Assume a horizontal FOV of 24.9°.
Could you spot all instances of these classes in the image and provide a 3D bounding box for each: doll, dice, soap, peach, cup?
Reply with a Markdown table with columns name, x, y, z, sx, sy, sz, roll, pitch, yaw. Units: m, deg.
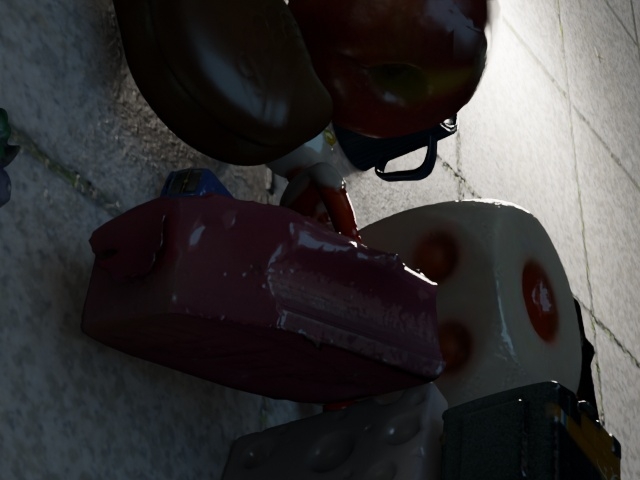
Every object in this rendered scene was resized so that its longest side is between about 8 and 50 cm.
| name | x | y | z | sx | sy | sz | roll | pitch | yaw |
| --- | --- | --- | --- | --- | --- | --- | --- | --- | --- |
| doll | 0.000 | 0.000 | 1.636 | 0.099 | 0.188 | 0.383 | -7 | 68 | -23 |
| dice | 0.152 | 0.106 | 1.735 | 0.243 | 0.251 | 0.259 | 23 | 53 | -53 |
| soap | -0.058 | 0.057 | 1.349 | 0.325 | 0.220 | 0.127 | 25 | 61 | -38 |
| peach | 0.083 | -0.288 | 1.766 | 0.281 | 0.281 | 0.338 | 47 | 25 | -38 |
| cup | 0.108 | -0.153 | 1.936 | 0.113 | 0.138 | 0.150 | -30 | 99 | -62 |

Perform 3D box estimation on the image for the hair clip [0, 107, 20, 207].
| name | x | y | z | sx | sy | sz | roll | pitch | yaw |
| --- | --- | --- | --- | --- | --- | --- | --- | --- | --- |
| hair clip | -0.310 | -0.077 | 1.237 | 0.195 | 0.052 | 0.124 | -79 | 150 | -57 |

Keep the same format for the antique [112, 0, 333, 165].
| name | x | y | z | sx | sy | sz | roll | pitch | yaw |
| --- | --- | --- | --- | --- | --- | --- | --- | --- | --- |
| antique | -0.110 | -0.201 | 1.547 | 0.278 | 0.129 | 0.223 | 47 | 41 | -17 |

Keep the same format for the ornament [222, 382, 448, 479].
| name | x | y | z | sx | sy | sz | roll | pitch | yaw |
| --- | --- | --- | --- | --- | --- | --- | --- | --- | --- |
| ornament | 0.048 | 0.325 | 1.412 | 0.240 | 0.239 | 0.239 | 54 | 30 | -29 |

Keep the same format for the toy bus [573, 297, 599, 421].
| name | x | y | z | sx | sy | sz | roll | pitch | yaw |
| --- | --- | --- | --- | --- | --- | --- | --- | --- | --- |
| toy bus | 0.382 | 0.276 | 2.216 | 0.093 | 0.092 | 0.408 | 36 | 43 | -51 |

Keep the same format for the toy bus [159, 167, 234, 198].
| name | x | y | z | sx | sy | sz | roll | pitch | yaw |
| --- | --- | --- | --- | --- | --- | --- | --- | --- | --- |
| toy bus | -0.106 | -0.015 | 1.542 | 0.153 | 0.061 | 0.051 | 52 | 38 | -35 |

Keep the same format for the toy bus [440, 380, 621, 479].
| name | x | y | z | sx | sy | sz | roll | pitch | yaw |
| --- | --- | --- | --- | --- | --- | --- | --- | --- | --- |
| toy bus | 0.188 | 0.273 | 1.293 | 0.167 | 0.139 | 0.275 | 46 | 37 | -36 |
